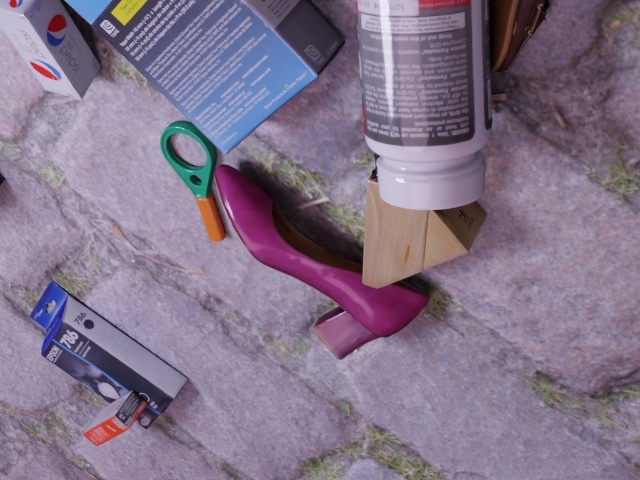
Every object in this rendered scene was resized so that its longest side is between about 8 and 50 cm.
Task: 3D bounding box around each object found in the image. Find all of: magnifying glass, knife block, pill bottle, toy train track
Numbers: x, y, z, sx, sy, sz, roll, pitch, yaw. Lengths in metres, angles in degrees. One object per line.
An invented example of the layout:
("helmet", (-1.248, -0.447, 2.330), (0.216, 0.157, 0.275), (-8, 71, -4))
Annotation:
("magnifying glass", (-0.195, -0.094, 1.910), (0.092, 0.026, 0.231), (6, 130, 26))
("knife block", (0.108, -0.073, 1.696), (0.276, 0.088, 0.242), (-25, 113, 44))
("pill bottle", (0.129, -0.192, 1.460), (0.161, 0.161, 0.283), (7, 114, 26))
("toy train track", (0.218, -0.201, 1.563), (0.048, 0.014, 0.083), (0, 129, 31))

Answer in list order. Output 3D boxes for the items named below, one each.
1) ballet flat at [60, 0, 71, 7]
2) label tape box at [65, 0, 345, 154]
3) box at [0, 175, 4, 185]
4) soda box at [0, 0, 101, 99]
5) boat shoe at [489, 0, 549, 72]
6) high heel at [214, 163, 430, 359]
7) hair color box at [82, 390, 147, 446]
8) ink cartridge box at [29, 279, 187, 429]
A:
("ballet flat", (-0.419, -0.379, 1.743), (0.250, 0.058, 0.084), (15, 135, 18))
("label tape box", (-0.166, -0.309, 1.622), (0.334, 0.106, 0.241), (45, 136, -12))
("box", (-0.807, -0.146, 2.110), (0.343, 0.179, 0.312), (-12, 121, 38))
("soda box", (-0.406, -0.300, 1.750), (0.074, 0.069, 0.216), (17, 157, 20))
("boat shoe", (0.244, -0.283, 1.427), (0.073, 0.073, 0.207), (-8, 145, -15))
("high heel", (0.000, 0.000, 1.850), (0.181, 0.127, 0.377), (-34, 105, 16))
("hair color box", (-0.406, 0.352, 2.332), (0.043, 0.072, 0.141), (43, 139, -12))
("ink cartridge box", (-0.435, 0.230, 2.333), (0.333, 0.065, 0.165), (36, 139, -3))
